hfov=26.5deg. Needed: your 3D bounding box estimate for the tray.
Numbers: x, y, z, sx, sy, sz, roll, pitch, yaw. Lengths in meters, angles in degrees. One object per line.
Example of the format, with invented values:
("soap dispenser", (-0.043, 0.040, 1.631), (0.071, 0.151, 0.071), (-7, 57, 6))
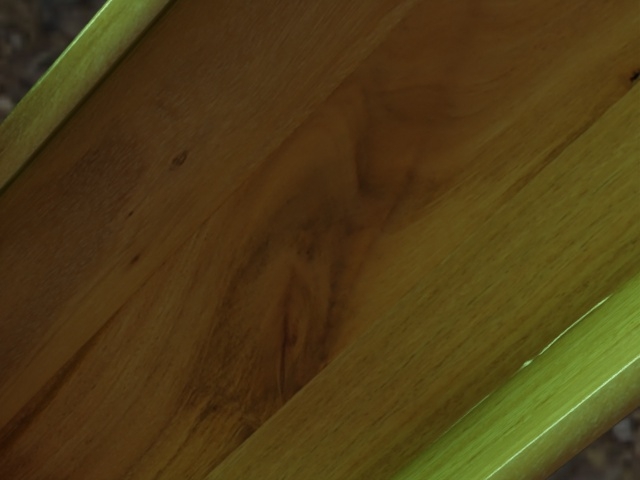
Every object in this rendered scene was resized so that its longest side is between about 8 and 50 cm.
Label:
("tray", (0.000, 0.000, 0.452), (0.203, 0.076, 0.411), (43, 113, -9))
